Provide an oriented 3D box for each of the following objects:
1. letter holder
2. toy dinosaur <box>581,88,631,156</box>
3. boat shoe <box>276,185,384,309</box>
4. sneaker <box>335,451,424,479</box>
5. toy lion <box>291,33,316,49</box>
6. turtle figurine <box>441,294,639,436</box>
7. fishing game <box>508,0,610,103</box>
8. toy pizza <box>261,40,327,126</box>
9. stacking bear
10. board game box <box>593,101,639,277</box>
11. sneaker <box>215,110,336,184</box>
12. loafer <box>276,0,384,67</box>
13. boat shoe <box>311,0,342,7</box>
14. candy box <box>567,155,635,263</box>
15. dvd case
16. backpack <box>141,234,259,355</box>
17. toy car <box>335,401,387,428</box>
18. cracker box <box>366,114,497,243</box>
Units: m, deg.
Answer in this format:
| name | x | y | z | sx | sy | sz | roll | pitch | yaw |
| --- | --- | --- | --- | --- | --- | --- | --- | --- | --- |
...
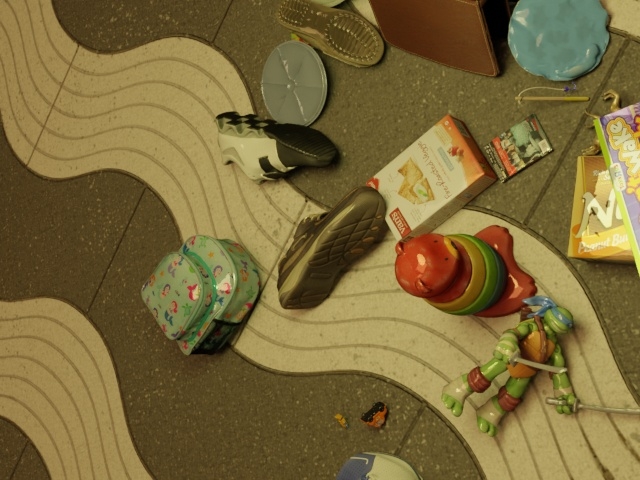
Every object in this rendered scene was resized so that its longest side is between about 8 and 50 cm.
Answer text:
| name | x | y | z | sx | sy | sz | roll | pitch | yaw |
| --- | --- | --- | --- | --- | --- | --- | --- | --- | --- |
| letter holder | 0.260 | -0.476 | 1.884 | 0.302 | 0.214 | 0.152 | 27 | 67 | 37 |
| toy dinosaur | 0.541 | -0.226 | 1.686 | 0.183 | 0.053 | 0.092 | -39 | 77 | 34 |
| boat shoe | 0.000 | 0.000 | 1.974 | 0.355 | 0.132 | 0.130 | -50 | 49 | 32 |
| sneaker | 0.141 | 0.508 | 1.776 | 0.315 | 0.182 | 0.127 | 26 | 97 | 37 |
| toy lion | -0.033 | -0.463 | 2.161 | 0.096 | 0.034 | 0.100 | 9 | 89 | 30 |
| turtle figurine | 0.358 | 0.255 | 1.646 | 0.266 | 0.198 | 0.274 | -46 | 55 | 27 |
| fishing game | 0.445 | -0.390 | 1.745 | 0.189 | 0.041 | 0.264 | -3 | 94 | 7 |
| toy pizza | -0.057 | -0.356 | 2.143 | 0.201 | 0.032 | 0.201 | 9 | 103 | 40 |
| stacking bear | 0.241 | 0.056 | 1.705 | 0.164 | 0.289 | 0.175 | -35 | 64 | 28 |
| board game box | 0.598 | -0.071 | 1.478 | 0.233 | 0.078 | 0.347 | -22 | 68 | 30 |
| sneaker | -0.099 | -0.190 | 2.125 | 0.331 | 0.122 | 0.146 | 20 | 119 | 36 |
| loafer | 0.030 | -0.462 | 2.074 | 0.268 | 0.092 | 0.102 | 32 | 93 | 19 |
| boat shoe | 0.066 | -0.596 | 2.072 | 0.303 | 0.091 | 0.114 | -8 | 111 | 34 |
| candy box | 0.590 | -0.047 | 1.584 | 0.316 | 0.087 | 0.182 | 4 | 84 | 37 |
| dvd case | 0.382 | -0.178 | 1.810 | 0.119 | 0.013 | 0.087 | -36 | 63 | 29 |
| backpack | -0.273 | 0.113 | 2.159 | 0.253 | 0.191 | 0.225 | -48 | 57 | 15 |
| toy car | 0.091 | 0.365 | 1.941 | 0.122 | 0.060 | 0.040 | -10 | 121 | 52 |
| cracker box | 0.221 | -0.120 | 1.889 | 0.232 | 0.067 | 0.155 | -40 | 61 | 26 |
